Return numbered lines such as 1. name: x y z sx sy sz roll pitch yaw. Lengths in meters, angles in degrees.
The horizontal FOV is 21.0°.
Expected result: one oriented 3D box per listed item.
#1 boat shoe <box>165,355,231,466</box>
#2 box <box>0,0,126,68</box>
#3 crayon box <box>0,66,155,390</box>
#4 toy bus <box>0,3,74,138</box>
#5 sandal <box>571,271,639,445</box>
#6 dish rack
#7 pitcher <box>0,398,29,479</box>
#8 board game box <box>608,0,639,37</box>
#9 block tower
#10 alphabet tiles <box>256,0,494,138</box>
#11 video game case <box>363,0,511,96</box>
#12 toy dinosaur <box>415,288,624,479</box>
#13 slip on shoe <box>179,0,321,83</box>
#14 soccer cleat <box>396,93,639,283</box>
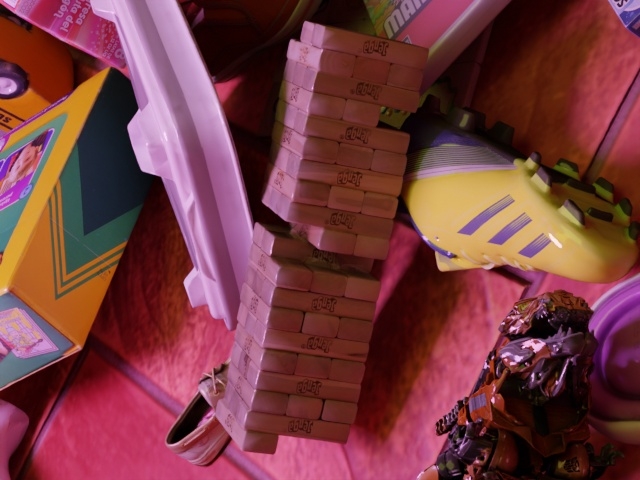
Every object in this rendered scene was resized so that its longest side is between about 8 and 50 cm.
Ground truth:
1. boat shoe: -0.088 0.138 1.528 0.135 0.045 0.050 -58 37 8
2. box: -0.215 -0.351 1.786 0.154 0.142 0.300 34 96 53
3. crayon box: -0.337 0.024 1.787 0.363 0.106 0.313 -27 33 40
4. toy bus: -0.423 -0.219 1.909 0.130 0.333 0.108 -32 47 35
5. sandal: 0.304 0.029 1.065 0.416 0.102 0.169 -32 47 38
6. dish rack: -0.128 -0.094 1.539 0.072 0.285 0.333 -18 44 -8
7. pitcher: -0.372 0.281 1.733 0.178 0.125 0.207 -44 30 35
8. board game box: 0.260 -0.263 1.355 0.136 0.035 0.201 -46 40 23
9. block tower: 0.000 0.000 1.379 0.091 0.097 0.335 -143 64 -70
10. alphabet tiles: 0.061 -0.204 1.584 0.285 0.011 0.342 0 69 51
11. video game case: 0.111 -0.270 1.501 0.204 0.025 0.285 -47 32 22
12. toy dinosaur: 0.127 0.198 1.173 0.218 0.164 0.322 -111 16 -58
13. slip on shoe: -0.075 -0.246 1.640 0.331 0.101 0.123 -33 51 53
14. soccer cleat: 0.140 -0.016 1.315 0.289 0.093 0.121 40 111 55
